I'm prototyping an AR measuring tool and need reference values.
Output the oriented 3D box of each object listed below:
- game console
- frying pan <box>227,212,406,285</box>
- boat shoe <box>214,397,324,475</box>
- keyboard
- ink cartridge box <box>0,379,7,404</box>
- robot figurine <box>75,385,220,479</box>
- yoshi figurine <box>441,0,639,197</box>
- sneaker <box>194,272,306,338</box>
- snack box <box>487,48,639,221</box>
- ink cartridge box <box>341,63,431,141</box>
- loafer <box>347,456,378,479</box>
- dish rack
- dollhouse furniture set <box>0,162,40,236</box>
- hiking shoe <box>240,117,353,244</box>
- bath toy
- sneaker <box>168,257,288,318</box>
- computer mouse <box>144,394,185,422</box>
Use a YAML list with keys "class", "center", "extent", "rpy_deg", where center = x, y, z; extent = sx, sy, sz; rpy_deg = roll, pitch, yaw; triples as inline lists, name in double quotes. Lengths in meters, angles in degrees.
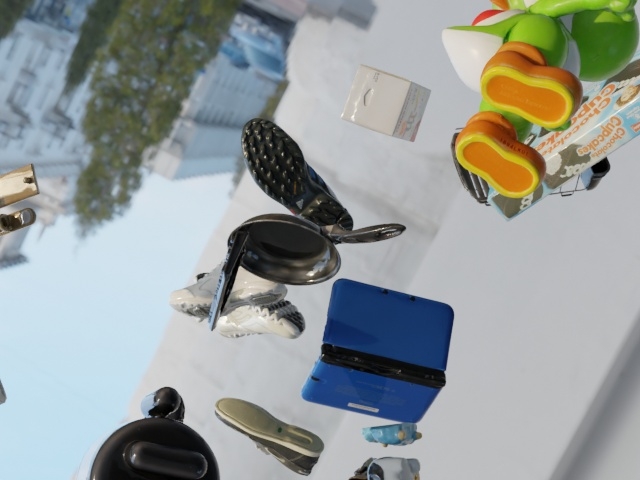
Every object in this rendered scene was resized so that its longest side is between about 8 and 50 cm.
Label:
- class: "game console"
  center: [0.127, 0.253, 2.411]
  extent: [0.293, 0.250, 0.173]
  rpy_deg: [15, -137, -12]
- class: "frying pan"
  center: [-0.026, -0.011, 1.777]
  extent: [0.197, 0.053, 0.326]
  rpy_deg: [26, 144, -21]
- class: "boat shoe"
  center: [-0.111, 0.388, 2.127]
  extent: [0.233, 0.079, 0.084]
  rpy_deg: [26, -150, 6]
- class: "keyboard"
  center: [-0.131, 0.048, 1.530]
  extent: [0.023, 0.108, 0.180]
  rpy_deg: [23, 149, -1]
- class: "ink cartridge box"
  center: [-0.619, 0.209, 1.517]
  extent: [0.289, 0.122, 0.211]
  rpy_deg: [-23, -161, -27]
- class: "robot figurine"
  center: [-0.234, 0.321, 1.422]
  extent: [0.174, 0.209, 0.278]
  rpy_deg: [53, 157, -2]
- class: "yoshi figurine"
  center: [0.277, -0.206, 1.218]
  extent: [0.203, 0.362, 0.203]
  rpy_deg: [-12, 124, 30]
- class: "sneaker"
  center: [-0.158, 0.165, 2.351]
  extent: [0.292, 0.118, 0.110]
  rpy_deg: [21, -166, 31]
- class: "snack box"
  center: [0.426, -0.178, 1.798]
  extent: [0.060, 0.322, 0.187]
  rpy_deg: [44, -147, -15]
- class: "ink cartridge box"
  center: [0.145, -0.296, 2.343]
  extent: [0.127, 0.128, 0.176]
  rpy_deg: [22, -171, 19]
- class: "loafer"
  center: [0.090, 0.532, 2.286]
  extent: [0.084, 0.096, 0.267]
  rpy_deg: [40, -159, -9]
- class: "dish rack"
  center: [0.391, -0.168, 2.060]
  extent: [0.271, 0.074, 0.208]
  rpy_deg: [-8, -128, -8]
- class: "dollhouse furniture set"
  center: [-0.572, -0.054, 1.854]
  extent: [0.123, 0.144, 0.151]
  rpy_deg: [-18, 171, 18]
- class: "hiking shoe"
  center: [-0.058, -0.116, 2.156]
  extent: [0.304, 0.113, 0.132]
  rpy_deg: [53, -179, -14]
- class: "bath toy"
  center: [0.125, 0.512, 1.969]
  extent: [0.129, 0.348, 0.151]
  rpy_deg: [-11, 156, 31]
- class: "sneaker"
  center: [-0.179, 0.079, 2.061]
  extent: [0.232, 0.115, 0.090]
  rpy_deg: [-11, 156, 6]
- class: "computer mouse"
  center: [-0.300, 0.382, 1.907]
  extent: [0.071, 0.242, 0.041]
  rpy_deg: [17, 178, 11]
